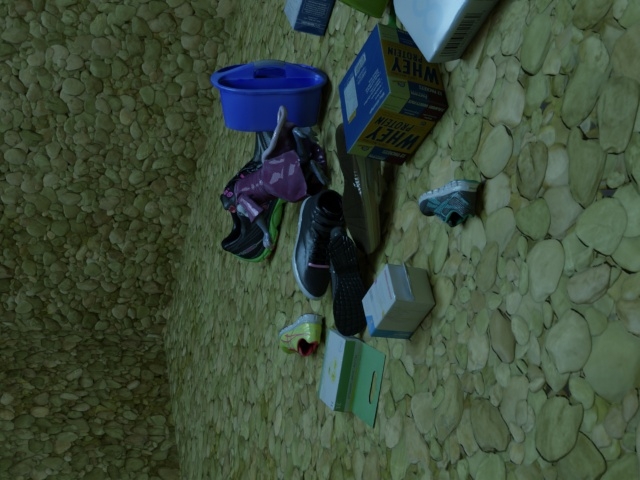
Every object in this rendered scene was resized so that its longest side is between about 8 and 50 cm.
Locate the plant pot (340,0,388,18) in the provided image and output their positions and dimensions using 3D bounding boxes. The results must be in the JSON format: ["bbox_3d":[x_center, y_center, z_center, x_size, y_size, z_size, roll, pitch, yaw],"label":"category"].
[{"bbox_3d":[0.060,-0.665,1.697,0.228,0.207,0.227,-117,44,-64],"label":"plant pot"}]

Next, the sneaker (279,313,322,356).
[{"bbox_3d":[-0.056,0.275,1.991,0.208,0.081,0.094,129,142,-54],"label":"sneaker"}]

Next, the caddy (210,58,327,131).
[{"bbox_3d":[-0.150,-0.445,2.169,0.241,0.341,0.179,-106,16,-57],"label":"caddy"}]

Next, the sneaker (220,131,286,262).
[{"bbox_3d":[-0.219,-0.164,2.415,0.185,0.202,0.483,-148,67,-67],"label":"sneaker"}]

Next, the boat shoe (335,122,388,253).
[{"bbox_3d":[0.108,-0.122,1.674,0.109,0.098,0.303,4,105,64],"label":"boat shoe"}]

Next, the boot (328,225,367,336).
[{"bbox_3d":[0.065,0.092,1.752,0.161,0.083,0.247,-80,-16,-83],"label":"boot"}]

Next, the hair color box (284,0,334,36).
[{"bbox_3d":[-0.002,-0.813,2.208,0.174,0.105,0.347,-110,33,-51],"label":"hair color box"}]

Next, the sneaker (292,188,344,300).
[{"bbox_3d":[0.000,0.000,1.903,0.147,0.104,0.296,138,138,-62],"label":"sneaker"}]

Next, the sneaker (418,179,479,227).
[{"bbox_3d":[0.233,-0.059,1.362,0.166,0.064,0.076,150,121,-67],"label":"sneaker"}]

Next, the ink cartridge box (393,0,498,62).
[{"bbox_3d":[0.211,-0.581,1.384,0.385,0.091,0.308,61,145,23],"label":"ink cartridge box"}]

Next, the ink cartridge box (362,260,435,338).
[{"bbox_3d":[0.157,0.117,1.457,0.143,0.089,0.092,120,150,-44],"label":"ink cartridge box"}]

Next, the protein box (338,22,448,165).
[{"bbox_3d":[0.146,-0.306,1.563,0.200,0.135,0.201,127,145,-48],"label":"protein box"}]

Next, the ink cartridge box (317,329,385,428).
[{"bbox_3d":[0.066,0.312,1.689,0.235,0.056,0.171,-163,82,-72],"label":"ink cartridge box"}]

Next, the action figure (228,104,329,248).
[{"bbox_3d":[-0.155,-0.163,2.122,0.370,0.275,0.248,-25,36,35],"label":"action figure"}]

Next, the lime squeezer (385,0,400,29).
[{"bbox_3d":[0.164,-0.448,1.729,0.110,0.058,0.311,-1,-81,-78],"label":"lime squeezer"}]
